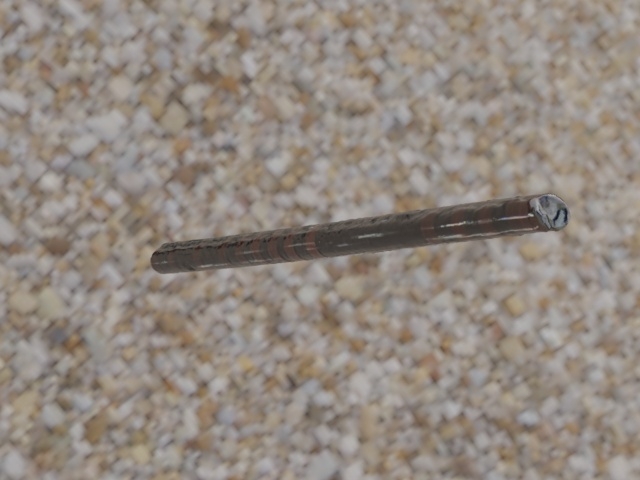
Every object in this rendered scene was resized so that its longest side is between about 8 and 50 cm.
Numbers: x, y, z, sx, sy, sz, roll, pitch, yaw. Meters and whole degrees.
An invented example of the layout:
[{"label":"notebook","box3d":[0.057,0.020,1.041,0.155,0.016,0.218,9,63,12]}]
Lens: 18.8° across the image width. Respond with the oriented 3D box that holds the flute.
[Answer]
[{"label":"flute","box3d":[0.000,0.000,0.637,0.014,0.269,0.014,2,85,-28]}]
